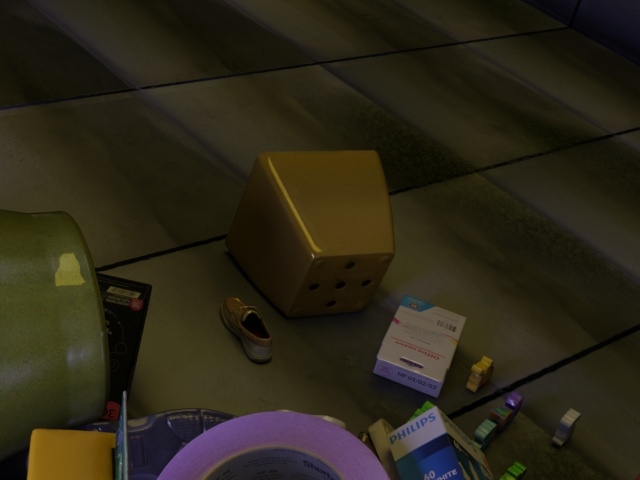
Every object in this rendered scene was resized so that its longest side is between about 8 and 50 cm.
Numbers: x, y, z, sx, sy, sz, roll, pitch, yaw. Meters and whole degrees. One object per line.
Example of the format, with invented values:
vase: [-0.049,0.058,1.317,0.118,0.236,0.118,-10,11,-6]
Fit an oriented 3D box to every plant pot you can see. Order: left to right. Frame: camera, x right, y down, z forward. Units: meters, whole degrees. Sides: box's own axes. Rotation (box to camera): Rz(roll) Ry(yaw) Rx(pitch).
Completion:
plant pot: [-0.419,0.106,1.148,0.353,0.366,0.366,-10,39,-24]
plant pot: [0.000,0.000,1.705,0.212,0.212,0.187,-3,48,-27]

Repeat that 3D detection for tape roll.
tape roll: [-0.050,0.323,1.172,0.275,0.090,0.274,-3,50,4]

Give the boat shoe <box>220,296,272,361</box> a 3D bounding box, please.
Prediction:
boat shoe: [-0.104,0.120,1.605,0.050,0.045,0.135,-8,38,-33]

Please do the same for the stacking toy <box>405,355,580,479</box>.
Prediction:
stacking toy: [0.244,0.260,1.539,0.167,0.052,0.221,31,37,26]

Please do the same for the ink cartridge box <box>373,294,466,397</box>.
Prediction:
ink cartridge box: [0.145,0.165,1.628,0.104,0.061,0.181,20,32,9]

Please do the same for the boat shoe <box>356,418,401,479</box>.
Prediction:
boat shoe: [0.088,0.358,1.270,0.097,0.116,0.324,-30,45,10]

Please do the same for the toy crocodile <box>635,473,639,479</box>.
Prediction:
toy crocodile: [0.422,0.364,1.393,0.105,0.115,0.340,-6,19,32]

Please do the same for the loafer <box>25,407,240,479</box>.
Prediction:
loafer: [-0.198,0.256,1.308,0.303,0.095,0.109,4,78,-20]

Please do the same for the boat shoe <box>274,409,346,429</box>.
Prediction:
boat shoe: [-0.016,0.251,1.457,0.100,0.035,0.035,13,59,-12]

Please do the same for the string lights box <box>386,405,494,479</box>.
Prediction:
string lights box: [0.166,0.328,1.226,0.133,0.077,0.259,47,16,-39]

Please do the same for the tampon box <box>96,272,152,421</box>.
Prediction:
tampon box: [-0.290,0.129,1.380,0.121,0.161,0.101,13,8,-4]

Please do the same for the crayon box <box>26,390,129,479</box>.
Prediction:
crayon box: [-0.231,0.317,0.979,0.083,0.322,0.203,6,33,-15]
